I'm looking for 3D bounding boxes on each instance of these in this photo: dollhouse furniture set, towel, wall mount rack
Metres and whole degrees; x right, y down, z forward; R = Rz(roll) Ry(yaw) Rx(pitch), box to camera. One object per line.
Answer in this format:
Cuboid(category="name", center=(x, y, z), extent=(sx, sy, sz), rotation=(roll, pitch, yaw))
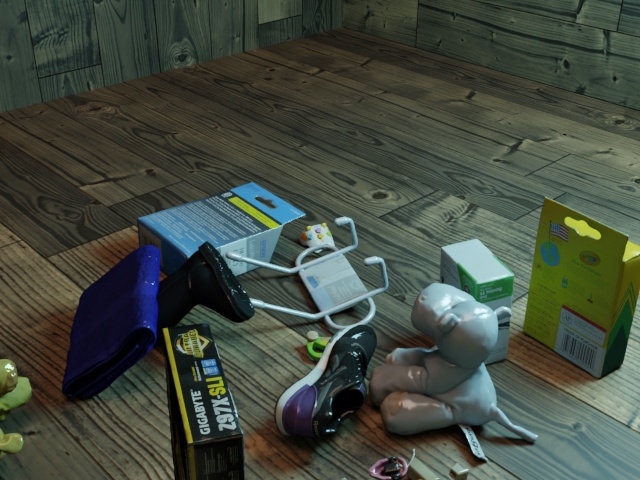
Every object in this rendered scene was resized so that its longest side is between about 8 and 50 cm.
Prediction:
Cuboid(category="dollhouse furniture set", center=(0.207, 0.377, 1.337), extent=(0.081, 0.091, 0.114), rotation=(-2, 23, -36))
Cuboid(category="towel", center=(-0.402, 0.158, 1.631), extent=(0.228, 0.076, 0.308), rotation=(-36, 30, 13))
Cuboid(category="wall mount rack", center=(-0.029, 0.075, 1.810), extent=(0.304, 0.130, 0.350), rotation=(-21, 32, -8))

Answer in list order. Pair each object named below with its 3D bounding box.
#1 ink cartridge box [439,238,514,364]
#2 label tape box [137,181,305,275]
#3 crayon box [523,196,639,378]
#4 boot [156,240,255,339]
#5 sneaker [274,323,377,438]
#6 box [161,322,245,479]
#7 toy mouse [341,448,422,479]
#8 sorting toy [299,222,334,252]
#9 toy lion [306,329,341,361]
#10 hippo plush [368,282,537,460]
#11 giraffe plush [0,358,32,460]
Cuboid(category="ink cartridge box", center=(0.307, 0.126, 1.638), extent=(0.087, 0.208, 0.153), rotation=(-13, 31, -16))
Cuboid(category="label tape box", center=(-0.237, -0.015, 1.987), extent=(0.334, 0.106, 0.240), rotation=(-20, 36, -33))
Cuboid(category="crayon box", center=(0.515, 0.083, 1.600), extent=(0.081, 0.318, 0.202), rotation=(-19, 35, -30))
Cuboid(category="boot", center=(-0.260, 0.137, 1.671), extent=(0.207, 0.094, 0.246), rotation=(-41, 44, 2))
Cuboid(category="sneaker", center=(0.049, 0.261, 1.484), extent=(0.124, 0.107, 0.283), rotation=(1, 33, 39))
Cuboid(category="box", center=(-0.167, 0.320, 1.179), extent=(0.079, 0.322, 0.257), rotation=(-6, 31, -14))
Cuboid(category="toy mouse", center=(0.103, 0.401, 1.307), extent=(0.143, 0.031, 0.161), rotation=(3, 45, 18))
Cuboid(category="sorting toy", center=(0.000, 0.000, 2.038), extent=(0.083, 0.045, 0.075), rotation=(-12, 51, -20))
Cuboid(category="toy lion", center=(0.023, 0.224, 1.646), extent=(0.100, 0.034, 0.096), rotation=(-2, 37, -3))
Cuboid(category="hippo plush", center=(0.215, 0.213, 1.453), extent=(0.234, 0.236, 0.294), rotation=(-13, 32, -23))
Cuboid(category="giraffe plush", center=(-0.576, 0.310, 1.373), extent=(0.181, 0.210, 0.170), rotation=(-33, 60, 2))
